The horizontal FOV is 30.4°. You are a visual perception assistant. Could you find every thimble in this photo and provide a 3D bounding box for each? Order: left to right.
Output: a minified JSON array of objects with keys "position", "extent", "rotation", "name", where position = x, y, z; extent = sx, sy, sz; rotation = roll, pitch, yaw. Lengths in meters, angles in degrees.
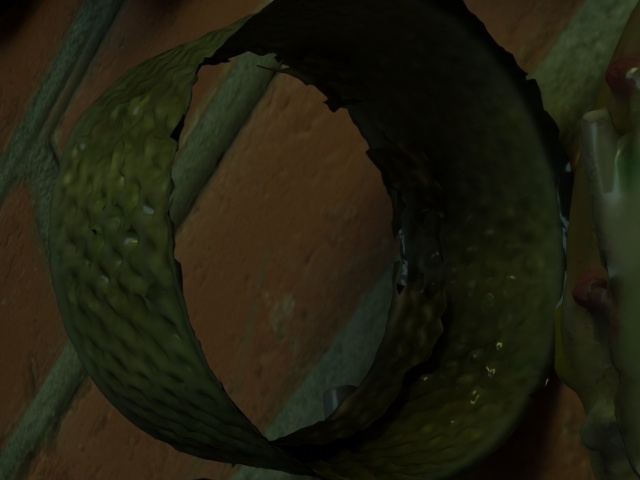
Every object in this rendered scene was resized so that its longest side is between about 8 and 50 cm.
[{"position":[0.000,0.000,0.654],"extent":[0.150,0.271,0.271],"rotation":[-7,73,52],"name":"thimble"}]

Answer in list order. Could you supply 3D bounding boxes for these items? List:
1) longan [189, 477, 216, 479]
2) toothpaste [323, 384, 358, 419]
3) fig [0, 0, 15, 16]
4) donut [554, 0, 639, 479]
[{"position":[-0.025,0.304,0.488],"extent":[0.436,0.404,0.404],"rotation":[20,94,60],"name":"longan"},{"position":[0.033,0.197,0.737],"extent":[0.052,0.033,0.218],"rotation":[-36,57,45],"name":"toothpaste"},{"position":[-0.425,-0.304,1.370],"extent":[0.217,0.217,0.321],"rotation":[-123,34,-43],"name":"fig"},{"position":[0.263,-0.006,0.310],"extent":[0.371,0.150,0.307],"rotation":[22,110,23],"name":"donut"}]
